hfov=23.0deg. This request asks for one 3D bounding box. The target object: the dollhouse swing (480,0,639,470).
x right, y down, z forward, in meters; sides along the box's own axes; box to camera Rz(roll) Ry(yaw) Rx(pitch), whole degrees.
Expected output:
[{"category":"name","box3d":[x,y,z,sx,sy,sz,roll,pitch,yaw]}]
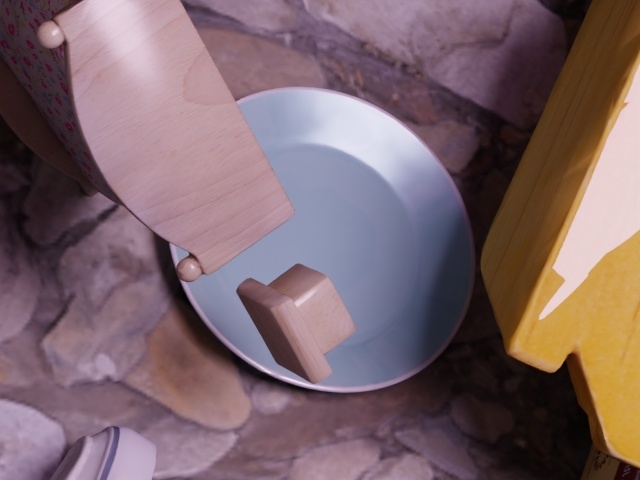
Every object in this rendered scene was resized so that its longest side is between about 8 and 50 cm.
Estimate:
[{"category":"dollhouse swing","box3d":[0.265,0.004,0.920,0.347,0.305,0.315,26,85,-11]}]

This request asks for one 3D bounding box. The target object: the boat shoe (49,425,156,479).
[{"category":"boat shoe","box3d":[-0.167,0.180,0.717,0.084,0.095,0.258,37,59,-9]}]

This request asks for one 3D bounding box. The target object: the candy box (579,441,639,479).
[{"category":"candy box","box3d":[0.290,0.215,0.889,0.316,0.087,0.183,30,59,-6]}]

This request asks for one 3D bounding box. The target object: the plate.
[{"category":"plate","box3d":[0.000,0.000,0.902,0.188,0.024,0.188,9,66,-20]}]

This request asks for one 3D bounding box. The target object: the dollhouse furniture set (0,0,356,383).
[{"category":"dollhouse furniture set","box3d":[-0.189,-0.071,0.781,0.174,0.303,0.355,-36,114,-17]}]
